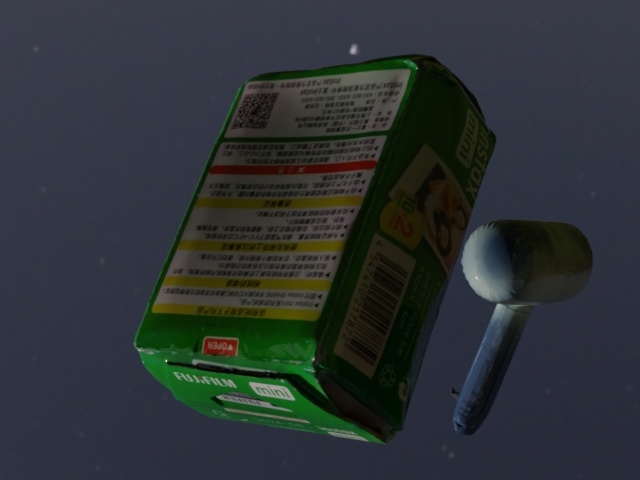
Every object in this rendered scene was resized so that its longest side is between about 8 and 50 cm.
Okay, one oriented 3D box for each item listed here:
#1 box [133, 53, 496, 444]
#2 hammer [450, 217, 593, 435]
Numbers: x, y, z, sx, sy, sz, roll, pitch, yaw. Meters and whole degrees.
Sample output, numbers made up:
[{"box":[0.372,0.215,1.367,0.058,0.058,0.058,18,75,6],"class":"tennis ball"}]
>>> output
[{"box":[0.000,0.000,0.841,0.180,0.103,0.250,1,-121,38],"class":"box"},{"box":[0.146,0.073,1.024,0.116,0.194,0.069,1,-155,-47],"class":"hammer"}]
